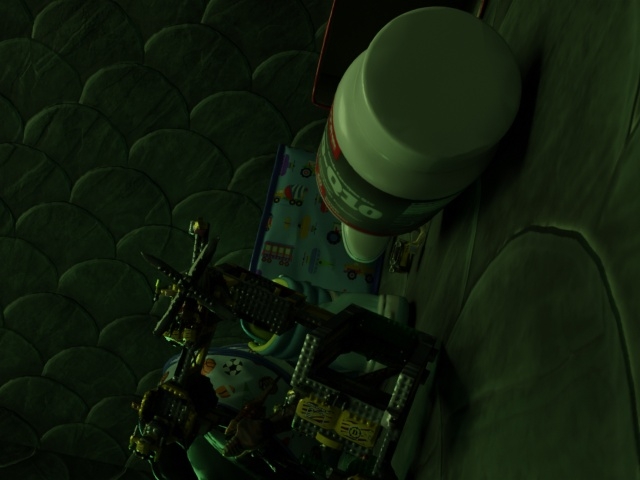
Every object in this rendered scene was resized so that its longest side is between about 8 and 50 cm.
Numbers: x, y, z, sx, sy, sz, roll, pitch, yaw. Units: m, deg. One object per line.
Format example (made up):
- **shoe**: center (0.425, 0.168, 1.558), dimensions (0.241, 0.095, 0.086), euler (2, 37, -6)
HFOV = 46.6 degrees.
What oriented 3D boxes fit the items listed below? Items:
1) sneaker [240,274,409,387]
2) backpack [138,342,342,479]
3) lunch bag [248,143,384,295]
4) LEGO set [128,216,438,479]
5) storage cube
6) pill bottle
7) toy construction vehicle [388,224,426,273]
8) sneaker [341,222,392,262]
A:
- **sneaker**: center (-0.008, 0.129, 1.027), dimensions (0.319, 0.208, 0.127), euler (109, 173, -67)
- **backpack**: center (-0.116, 0.266, 1.069), dimensions (0.263, 0.276, 0.213), euler (55, -150, -37)
- **lunch bag**: center (0.000, 0.000, 1.305), dimensions (0.138, 0.221, 0.293), euler (107, 176, -55)
- **LEGO set**: center (-0.047, 0.153, 0.694), dimensions (0.255, 0.331, 0.192), euler (-62, -12, 11)
- **storage cube**: center (0.100, -0.278, 1.020), dimensions (0.193, 0.184, 0.215), euler (-82, 5, -63)
- **pill bottle**: center (0.085, -0.105, 0.746), dimensions (0.283, 0.161, 0.161), euler (116, 167, -78)
- **toy construction vehicle**: center (0.117, 0.004, 0.976), dimensions (0.086, 0.035, 0.098), euler (-35, -38, -78)
- **sneaker**: center (0.093, -0.088, 1.171), dimensions (0.091, 0.094, 0.258), euler (-60, -16, -85)
